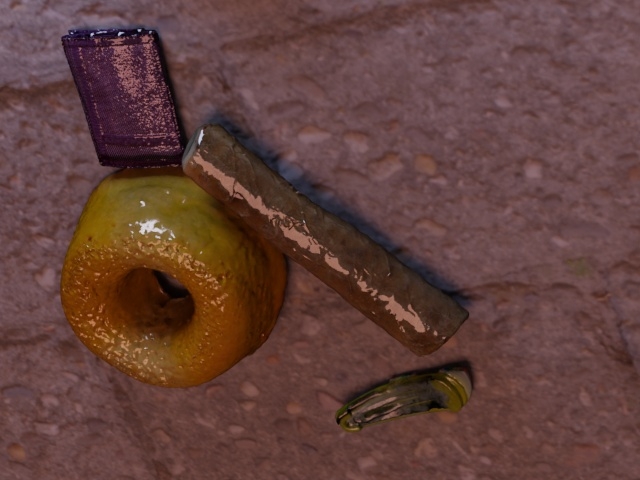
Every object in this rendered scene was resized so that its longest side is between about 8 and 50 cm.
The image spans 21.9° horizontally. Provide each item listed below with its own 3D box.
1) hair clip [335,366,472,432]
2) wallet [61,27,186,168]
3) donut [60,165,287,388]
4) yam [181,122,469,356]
[{"bbox_3d":[0.100,0.185,1.908,0.188,0.033,0.060,-19,118,30],"label":"hair clip"},{"bbox_3d":[-0.209,-0.151,1.781,0.111,0.030,0.166,2,126,23],"label":"wallet"},{"bbox_3d":[-0.176,0.054,1.874,0.277,0.108,0.277,12,129,15],"label":"donut"},{"bbox_3d":[0.000,0.000,1.783,0.356,0.081,0.081,38,131,-6],"label":"yam"}]
